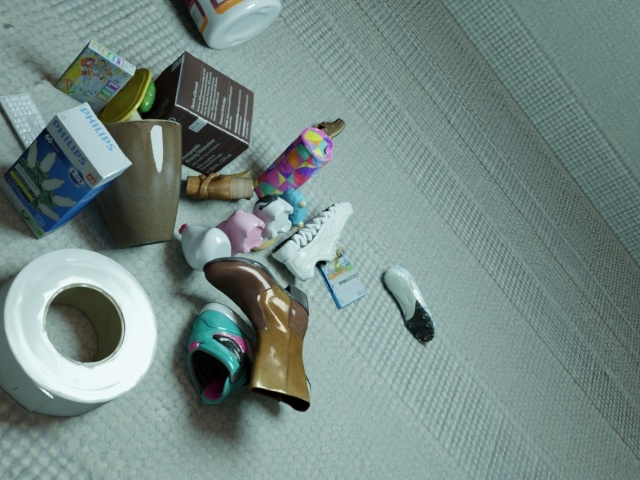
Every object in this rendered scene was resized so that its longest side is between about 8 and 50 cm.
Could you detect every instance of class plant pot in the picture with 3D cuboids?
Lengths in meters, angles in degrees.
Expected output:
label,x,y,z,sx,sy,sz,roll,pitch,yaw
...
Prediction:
label,x,y,z,sx,sy,sz,roll,pitch,yaw
plant pot,-0.371,-0.105,1.453,0.215,0.215,0.230,-7,88,-48

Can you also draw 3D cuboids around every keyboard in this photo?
label,x,y,z,sx,sy,sz,roll,pitch,yaw
keyboard,-0.549,-0.179,1.435,0.072,0.014,0.256,-29,89,-50

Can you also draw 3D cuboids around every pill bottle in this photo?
label,x,y,z,sx,sy,sz,roll,pitch,yaw
pill bottle,-0.286,-0.722,1.876,0.224,0.224,0.392,-27,88,-50

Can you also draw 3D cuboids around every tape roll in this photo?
label,x,y,z,sx,sy,sz,roll,pitch,yaw
tape roll,-0.437,0.162,1.277,0.286,0.100,0.286,25,51,-35

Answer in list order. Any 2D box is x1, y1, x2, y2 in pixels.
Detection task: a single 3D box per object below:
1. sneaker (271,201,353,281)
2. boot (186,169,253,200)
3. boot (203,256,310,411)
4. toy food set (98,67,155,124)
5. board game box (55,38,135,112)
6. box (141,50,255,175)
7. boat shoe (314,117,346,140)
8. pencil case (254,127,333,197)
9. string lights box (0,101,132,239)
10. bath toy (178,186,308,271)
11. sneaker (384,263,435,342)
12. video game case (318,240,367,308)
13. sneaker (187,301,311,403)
label,x,y,z,sx,sy,sz,roll,pitch,yaw
sneaker,0.000,0.000,1.824,0.118,0.110,0.292,51,48,-3
boot,-0.235,-0.130,1.678,0.152,0.197,0.073,0,94,-7
boot,-0.133,0.188,1.453,0.264,0.096,0.280,36,36,-31
toy food set,-0.411,-0.276,1.565,0.071,0.128,0.218,49,39,-40
board game box,-0.470,-0.340,1.505,0.103,0.154,0.026,30,48,-30
box,-0.281,-0.285,1.656,0.203,0.168,0.167,25,51,-34
boat shoe,0.016,-0.314,2.065,0.060,0.064,0.178,53,43,-11
pencil case,-0.065,-0.175,1.774,0.104,0.236,0.104,21,49,-26
string lights box,-0.464,-0.120,1.295,0.133,0.259,0.077,54,40,-5
bath toy,-0.183,-0.024,1.638,0.129,0.151,0.348,32,35,26
sneaker,0.259,0.171,2.012,0.086,0.085,0.237,-30,93,-58
video game case,0.049,0.087,1.894,0.119,0.015,0.166,-22,84,-49
sneaker,-0.158,0.277,1.476,0.295,0.124,0.178,41,38,-10
